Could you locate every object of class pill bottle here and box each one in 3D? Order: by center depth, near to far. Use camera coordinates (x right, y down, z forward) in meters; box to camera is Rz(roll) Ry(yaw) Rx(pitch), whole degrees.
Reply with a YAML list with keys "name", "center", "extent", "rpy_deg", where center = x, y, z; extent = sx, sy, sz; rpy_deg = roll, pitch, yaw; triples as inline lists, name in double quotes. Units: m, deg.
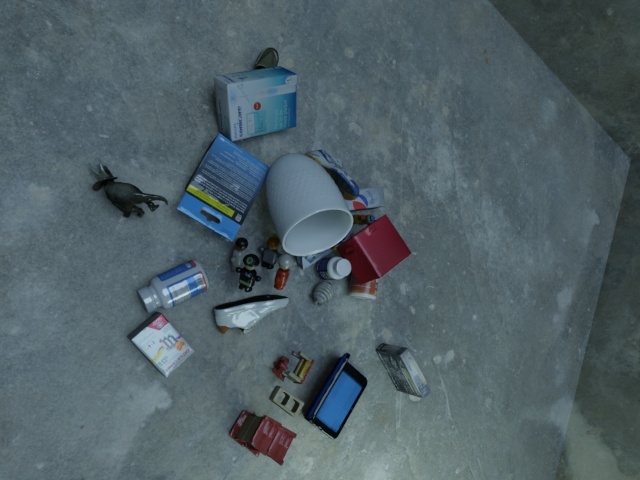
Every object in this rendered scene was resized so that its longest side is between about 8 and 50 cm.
- name: "pill bottle"
  center: [-0.515, 0.164, 1.599]
  extent: [0.221, 0.124, 0.125]
  rpy_deg: [-25, 97, -28]
- name: "pill bottle"
  center: [0.053, 0.115, 1.893]
  extent: [0.094, 0.169, 0.094]
  rpy_deg: [3, 83, -28]
- name: "pill bottle"
  center: [0.197, 0.144, 1.999]
  extent: [0.121, 0.121, 0.217]
  rpy_deg: [15, 78, -27]

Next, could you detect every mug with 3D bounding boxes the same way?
- name: "mug"
  center: [-0.034, -0.147, 1.748]
  extent: [0.373, 0.276, 0.328]
  rpy_deg: [11, 45, -46]

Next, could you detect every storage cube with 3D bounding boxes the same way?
- name: "storage cube"
  center: [0.215, 0.039, 1.861]
  extent: [0.214, 0.183, 0.193]
  rpy_deg: [-33, 89, -26]

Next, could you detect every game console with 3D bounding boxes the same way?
- name: "game console"
  center: [0.082, 0.636, 1.862]
  extent: [0.173, 0.250, 0.293]
  rpy_deg: [32, 68, 6]

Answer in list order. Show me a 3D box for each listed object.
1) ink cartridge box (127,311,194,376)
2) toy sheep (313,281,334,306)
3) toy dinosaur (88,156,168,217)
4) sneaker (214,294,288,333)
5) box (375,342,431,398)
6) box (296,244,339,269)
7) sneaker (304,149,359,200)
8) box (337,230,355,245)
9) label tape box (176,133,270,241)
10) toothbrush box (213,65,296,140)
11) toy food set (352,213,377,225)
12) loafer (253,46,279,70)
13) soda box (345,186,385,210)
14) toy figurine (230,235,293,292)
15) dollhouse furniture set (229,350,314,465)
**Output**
- name: "ink cartridge box"
  center: [-0.543, 0.352, 1.560]
  extent: [0.128, 0.127, 0.176]
  rpy_deg: [-44, 107, -26]
- name: "toy sheep"
  center: [0.011, 0.223, 1.909]
  extent: [0.091, 0.091, 0.132]
  rpy_deg: [48, 47, -16]
- name: "toy dinosaur"
  center: [-0.641, -0.145, 1.514]
  extent: [0.121, 0.313, 0.160]
  rpy_deg: [-59, 150, -10]
- name: "sneaker"
  center: [-0.257, 0.284, 1.753]
  extent: [0.289, 0.106, 0.123]
  rpy_deg: [-10, 99, -22]
- name: "box"
  center: [0.360, 0.568, 2.011]
  extent: [0.056, 0.183, 0.231]
  rpy_deg: [-34, 101, -28]
- name: "box"
  center: [0.000, 0.000, 1.900]
  extent: [0.233, 0.044, 0.159]
  rpy_deg: [-30, 136, -29]
- name: "sneaker"
  center: [0.067, -0.290, 1.918]
  extent: [0.296, 0.112, 0.131]
  rpy_deg: [43, 49, 16]
- name: "box"
  center: [0.121, 0.010, 1.976]
  extent: [0.081, 0.028, 0.136]
  rpy_deg: [-53, 145, -9]
- name: "label tape box"
  center: [-0.369, -0.191, 1.726]
  extent: [0.240, 0.105, 0.334]
  rpy_deg: [33, 70, -23]
- name: "toothbrush box"
  center: [-0.245, -0.531, 1.767]
  extent: [0.295, 0.126, 0.217]
  rpy_deg: [-19, 131, -29]
- name: "toy food set"
  center: [0.233, -0.037, 2.047]
  extent: [0.111, 0.104, 0.232]
  rpy_deg: [-42, 105, -26]
- name: "loafer"
  center: [-0.226, -0.689, 1.868]
  extent: [0.094, 0.087, 0.252]
  rpy_deg: [28, 72, -24]
- name: "soda box"
  center: [0.143, -0.175, 2.016]
  extent: [0.286, 0.098, 0.091]
  rpy_deg: [-8, 89, -30]
- name: "toy figurine"
  center: [-0.222, 0.077, 1.710]
  extent: [0.212, 0.210, 0.148]
  rpy_deg: [0, 123, -26]
- name: "dollhouse furniture set"
  center: [-0.154, 0.613, 1.719]
  extent: [0.152, 0.201, 0.374]
  rpy_deg: [42, 61, -19]
